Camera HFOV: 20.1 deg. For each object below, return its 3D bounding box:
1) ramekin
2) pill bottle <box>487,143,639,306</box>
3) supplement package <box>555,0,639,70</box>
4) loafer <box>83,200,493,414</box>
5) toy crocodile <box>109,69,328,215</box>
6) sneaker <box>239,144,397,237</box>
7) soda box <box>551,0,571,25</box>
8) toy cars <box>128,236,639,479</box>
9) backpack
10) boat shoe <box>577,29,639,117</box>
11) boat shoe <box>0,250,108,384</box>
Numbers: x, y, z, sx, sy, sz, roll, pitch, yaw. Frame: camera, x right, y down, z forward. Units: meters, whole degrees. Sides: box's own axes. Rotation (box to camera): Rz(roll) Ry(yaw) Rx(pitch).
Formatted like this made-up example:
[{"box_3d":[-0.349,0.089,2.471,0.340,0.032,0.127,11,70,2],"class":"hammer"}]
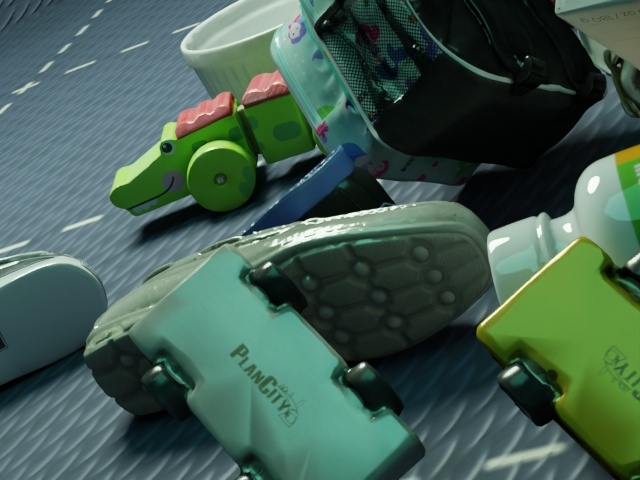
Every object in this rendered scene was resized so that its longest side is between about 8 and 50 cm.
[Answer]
[{"box_3d":[-0.030,-0.196,1.881,0.207,0.109,0.207,-22,20,8],"class":"ramekin"},{"box_3d":[0.224,0.002,1.005,0.246,0.136,0.136,-20,19,13],"class":"pill bottle"},{"box_3d":[0.302,-0.169,1.080,0.177,0.293,0.175,-6,69,43],"class":"supplement package"},{"box_3d":[-0.022,0.032,1.264,0.319,0.112,0.111,-16,29,25],"class":"loafer"},{"box_3d":[-0.043,-0.112,1.679,0.340,0.105,0.115,-21,19,12],"class":"toy crocodile"},{"box_3d":[0.000,0.000,1.385,0.081,0.090,0.232,-43,2,-17],"class":"sneaker"},{"box_3d":[0.277,-0.273,1.755,0.263,0.083,0.092,-17,21,19],"class":"soda box"},{"box_3d":[0.077,0.092,0.950,0.394,0.087,0.176,-1,59,25],"class":"toy cars"},{"box_3d":[0.076,-0.171,1.415,0.191,0.253,0.225,-39,-24,32],"class":"backpack"},{"box_3d":[0.269,-0.146,1.383,0.103,0.113,0.302,-34,17,-13],"class":"boat shoe"},{"box_3d":[-0.326,0.085,1.496,0.301,0.108,0.102,-25,19,-11],"class":"boat shoe"}]
